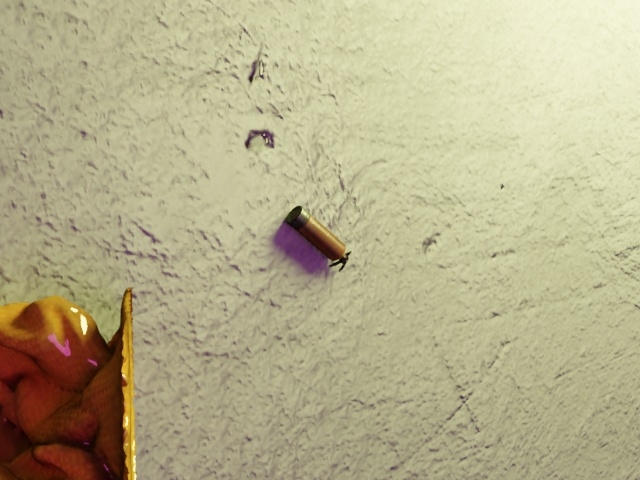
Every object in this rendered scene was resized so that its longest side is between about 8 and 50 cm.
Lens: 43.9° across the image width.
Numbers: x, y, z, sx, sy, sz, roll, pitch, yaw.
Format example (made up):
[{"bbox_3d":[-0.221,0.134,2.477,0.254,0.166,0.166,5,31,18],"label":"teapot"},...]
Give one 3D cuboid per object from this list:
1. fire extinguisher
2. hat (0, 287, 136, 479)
[{"bbox_3d":[0.000,0.000,0.778,0.028,0.022,0.083,-37,121,19],"label":"fire extinguisher"},{"bbox_3d":[-0.245,0.144,0.552,0.233,0.233,0.244,-1,54,-12],"label":"hat"}]
